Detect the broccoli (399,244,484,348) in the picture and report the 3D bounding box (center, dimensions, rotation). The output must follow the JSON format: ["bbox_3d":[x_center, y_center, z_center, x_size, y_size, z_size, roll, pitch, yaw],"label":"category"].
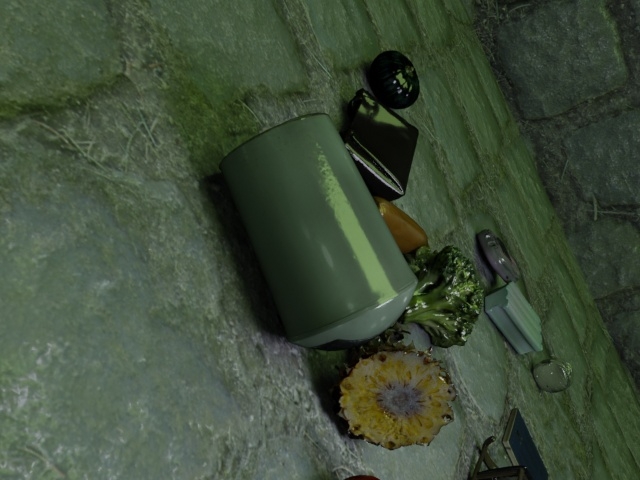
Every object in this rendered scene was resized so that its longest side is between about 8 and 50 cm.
[{"bbox_3d":[0.307,0.158,1.594,0.245,0.248,0.288,-4,84,-18],"label":"broccoli"}]

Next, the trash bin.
[{"bbox_3d":[0.000,0.000,1.144,0.280,0.280,0.432,-22,87,-57],"label":"trash bin"}]

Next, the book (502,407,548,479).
[{"bbox_3d":[0.672,0.713,1.904,0.269,0.025,0.191,64,32,-6],"label":"book"}]

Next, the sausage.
[{"bbox_3d":[0.212,-0.021,1.596,0.328,0.112,0.112,30,48,-44],"label":"sausage"}]

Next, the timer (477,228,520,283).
[{"bbox_3d":[0.675,0.059,2.206,0.190,0.069,0.209,42,27,-31],"label":"timer"}]

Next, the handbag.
[{"bbox_3d":[0.160,-0.275,1.670,0.257,0.113,0.285,40,49,-26],"label":"handbag"}]

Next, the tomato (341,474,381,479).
[{"bbox_3d":[0.056,0.511,1.095,0.139,0.091,0.159,20,83,-38],"label":"tomato"}]

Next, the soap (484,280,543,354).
[{"bbox_3d":[0.709,0.277,2.141,0.289,0.095,0.173,47,37,-27],"label":"soap"}]

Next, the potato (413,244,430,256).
[{"bbox_3d":[0.295,0.015,1.737,0.083,0.062,0.068,75,-10,-46],"label":"potato"}]

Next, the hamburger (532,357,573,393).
[{"bbox_3d":[0.886,0.514,2.219,0.062,0.140,0.133,-20,100,-58],"label":"hamburger"}]

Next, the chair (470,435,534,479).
[{"bbox_3d":[0.501,0.674,1.553,0.188,0.166,0.272,57,35,-16],"label":"chair"}]

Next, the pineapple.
[{"bbox_3d":[0.148,0.279,1.285,0.263,0.262,0.272,58,12,-15],"label":"pineapple"}]

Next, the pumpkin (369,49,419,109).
[{"bbox_3d":[0.247,-0.527,1.911,0.202,0.140,0.202,34,43,-39],"label":"pumpkin"}]
